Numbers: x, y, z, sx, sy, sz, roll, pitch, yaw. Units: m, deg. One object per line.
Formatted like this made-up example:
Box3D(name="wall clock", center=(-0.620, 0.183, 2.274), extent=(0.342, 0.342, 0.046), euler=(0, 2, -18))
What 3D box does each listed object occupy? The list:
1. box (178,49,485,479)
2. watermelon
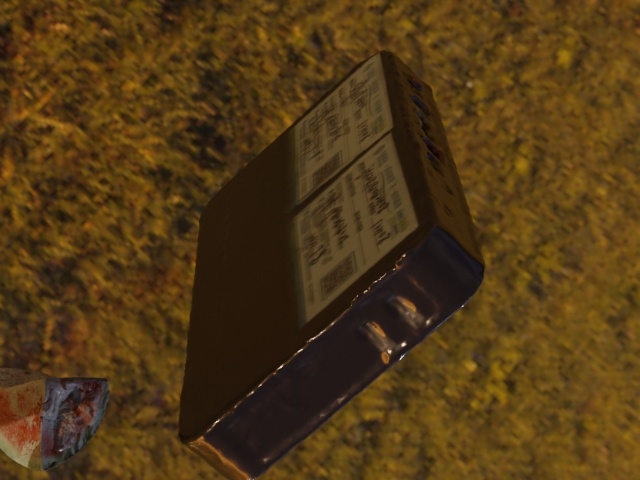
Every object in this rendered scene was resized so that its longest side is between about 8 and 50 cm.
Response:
Box3D(name="box", center=(0.000, 0.000, 0.905), extent=(0.211, 0.350, 0.058), euler=(-40, 110, 17))
Box3D(name="watermelon", center=(-0.181, 0.100, 0.847), extent=(0.085, 0.085, 0.061), euler=(-23, 150, -33))
